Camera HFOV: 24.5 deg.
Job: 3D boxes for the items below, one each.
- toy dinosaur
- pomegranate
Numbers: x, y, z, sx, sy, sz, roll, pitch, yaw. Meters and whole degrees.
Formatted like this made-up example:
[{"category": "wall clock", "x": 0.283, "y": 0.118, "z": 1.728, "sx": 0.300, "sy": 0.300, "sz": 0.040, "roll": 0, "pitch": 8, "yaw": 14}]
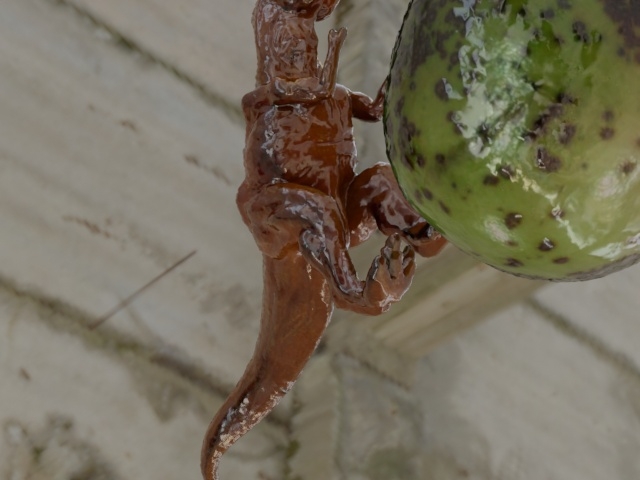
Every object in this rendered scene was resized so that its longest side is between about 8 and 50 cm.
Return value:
[{"category": "toy dinosaur", "x": 0.000, "y": 0.000, "z": 0.971, "sx": 0.097, "sy": 0.208, "sz": 0.432, "roll": 2, "pitch": -79, "yaw": -43}, {"category": "pomegranate", "x": 0.172, "y": -0.064, "z": 0.796, "sx": 0.276, "sy": 0.204, "sz": 0.222, "roll": 30, "pitch": -99, "yaw": 9}]
